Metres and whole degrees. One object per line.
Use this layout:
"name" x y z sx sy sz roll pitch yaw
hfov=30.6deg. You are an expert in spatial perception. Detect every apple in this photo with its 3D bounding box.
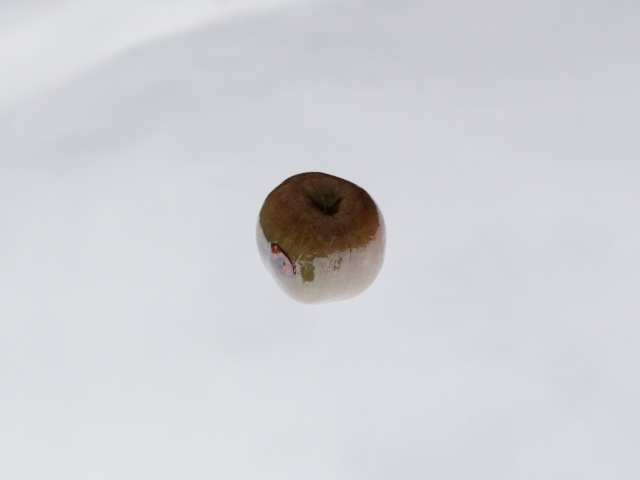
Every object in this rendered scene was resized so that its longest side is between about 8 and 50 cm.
"apple" 0.001 -0.002 1.098 0.126 0.102 0.126 6 -141 -5
